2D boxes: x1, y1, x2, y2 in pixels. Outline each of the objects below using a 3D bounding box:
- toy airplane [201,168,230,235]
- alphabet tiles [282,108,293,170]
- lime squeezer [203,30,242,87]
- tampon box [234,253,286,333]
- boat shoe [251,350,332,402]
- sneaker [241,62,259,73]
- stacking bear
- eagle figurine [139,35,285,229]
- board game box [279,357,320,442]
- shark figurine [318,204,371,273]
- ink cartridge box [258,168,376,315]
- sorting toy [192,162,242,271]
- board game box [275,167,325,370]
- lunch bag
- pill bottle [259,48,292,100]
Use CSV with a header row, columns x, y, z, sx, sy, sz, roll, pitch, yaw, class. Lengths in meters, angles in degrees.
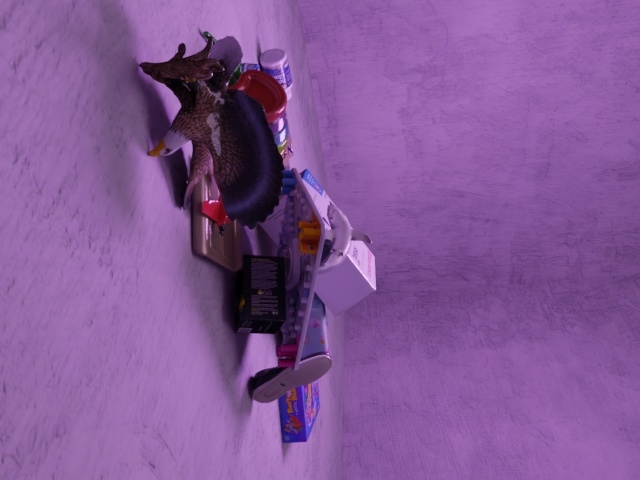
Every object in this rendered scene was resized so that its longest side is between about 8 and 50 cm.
x,y,z,sx,sy,sz,roll,pitch,yaw,class
-0.207,-0.083,1.274,0.151,0.028,0.151,-6,90,-77,toy airplane
-0.149,-0.300,1.849,0.342,0.011,0.285,-54,139,-64,alphabet tiles
-0.234,-0.411,1.537,0.110,0.059,0.310,-53,151,-31,lime squeezer
-0.145,0.129,1.452,0.120,0.102,0.161,124,-33,-60,tampon box
-0.076,0.330,1.546,0.084,0.233,0.079,49,22,-33,boat shoe
-0.196,-0.454,1.782,0.052,0.058,0.135,-46,131,-81,sneaker
-0.162,-0.244,1.521,0.175,0.164,0.289,-44,155,-32,stacking bear
-0.200,-0.189,1.082,0.226,0.225,0.298,-103,170,-49,eagle figurine
-0.068,0.504,2.049,0.347,0.078,0.233,-11,96,-83,board game box
0.029,0.044,1.713,0.278,0.166,0.116,-57,172,-33,shark figurine
0.000,0.000,1.932,0.395,0.166,0.285,52,16,-13,ink cartridge box
-0.232,-0.097,1.340,0.229,0.041,0.307,44,42,-73,sorting toy
-0.084,0.059,1.538,0.390,0.050,0.389,-116,-146,-60,board game box
-0.058,0.233,2.011,0.262,0.160,0.223,-104,-174,-63,lunch bag
-0.148,-0.564,2.102,0.169,0.094,0.094,76,11,-49,pill bottle
